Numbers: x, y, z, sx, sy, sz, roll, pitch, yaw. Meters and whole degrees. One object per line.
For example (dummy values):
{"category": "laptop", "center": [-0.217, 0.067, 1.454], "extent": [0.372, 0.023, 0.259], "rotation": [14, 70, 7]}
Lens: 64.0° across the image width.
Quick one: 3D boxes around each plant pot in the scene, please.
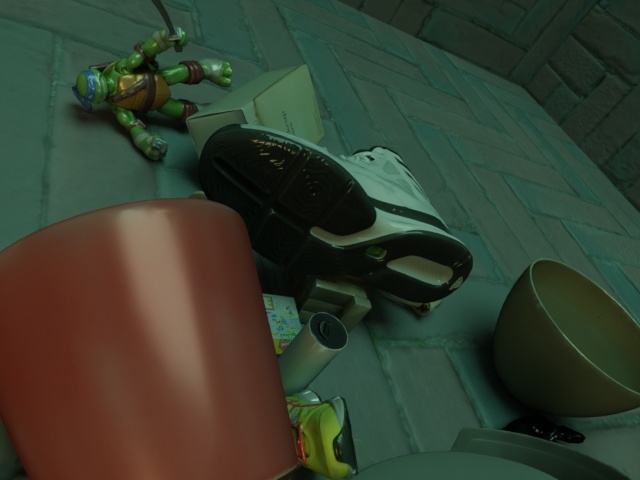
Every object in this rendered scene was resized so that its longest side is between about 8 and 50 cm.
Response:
{"category": "plant pot", "center": [-0.155, 0.133, 0.476], "extent": [0.274, 0.275, 0.243], "rotation": [-7, 63, -43]}
{"category": "plant pot", "center": [0.425, 0.199, 0.916], "extent": [0.284, 0.191, 0.284], "rotation": [22, 37, -18]}

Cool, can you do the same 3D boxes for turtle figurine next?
{"category": "turtle figurine", "center": [-0.246, -0.245, 0.873], "extent": [0.266, 0.274, 0.198], "rotation": [-20, 97, -54]}

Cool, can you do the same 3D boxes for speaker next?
{"category": "speaker", "center": [-0.021, 0.151, 0.652], "extent": [0.055, 0.136, 0.055], "rotation": [23, 37, -18]}

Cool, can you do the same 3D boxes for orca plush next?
{"category": "orca plush", "center": [0.341, 0.327, 0.780], "extent": [0.287, 0.102, 0.151], "rotation": [1, 48, -39]}

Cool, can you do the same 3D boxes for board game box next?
{"category": "board game box", "center": [-0.099, 0.120, 0.717], "extent": [0.154, 0.026, 0.104], "rotation": [11, 42, -31]}

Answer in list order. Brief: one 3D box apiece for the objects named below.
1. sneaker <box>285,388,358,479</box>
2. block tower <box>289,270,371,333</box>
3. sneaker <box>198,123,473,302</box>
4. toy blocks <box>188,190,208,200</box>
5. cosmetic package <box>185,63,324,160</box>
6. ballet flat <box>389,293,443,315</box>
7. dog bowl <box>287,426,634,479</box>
{"category": "sneaker", "center": [-0.026, 0.214, 0.555], "extent": [0.094, 0.208, 0.082], "rotation": [-5, 80, -20]}
{"category": "block tower", "center": [0.000, 0.000, 0.881], "extent": [0.097, 0.091, 0.336], "rotation": [16, 39, -24]}
{"category": "sneaker", "center": [0.018, -0.075, 0.800], "extent": [0.447, 0.169, 0.258], "rotation": [25, 28, -28]}
{"category": "toy blocks", "center": [-0.167, -0.021, 0.797], "extent": [0.123, 0.054, 0.148], "rotation": [33, 35, -3]}
{"category": "cosmetic package", "center": [-0.103, -0.207, 0.951], "extent": [0.113, 0.160, 0.309], "rotation": [-5, 29, 22]}
{"category": "ballet flat", "center": [0.121, 0.046, 0.946], "extent": [0.248, 0.086, 0.086], "rotation": [40, 36, 4]}
{"category": "dog bowl", "center": [0.133, 0.290, 0.486], "extent": [0.348, 0.348, 0.102], "rotation": [-5, 92, -43]}
